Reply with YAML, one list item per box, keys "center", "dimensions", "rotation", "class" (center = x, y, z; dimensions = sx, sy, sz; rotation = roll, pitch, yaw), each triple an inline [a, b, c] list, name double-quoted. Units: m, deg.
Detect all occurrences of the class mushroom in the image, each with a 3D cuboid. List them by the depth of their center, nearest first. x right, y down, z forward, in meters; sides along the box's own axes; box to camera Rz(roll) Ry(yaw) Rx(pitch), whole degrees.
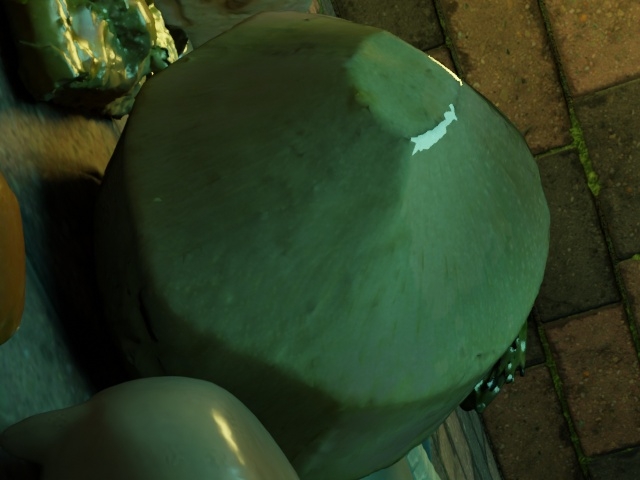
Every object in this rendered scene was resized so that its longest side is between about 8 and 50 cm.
- center: [-0.105, -0.303, 1.137]
  dimensions: [0.236, 0.173, 0.162]
  rotation: [38, 34, -73]
  class: "mushroom"

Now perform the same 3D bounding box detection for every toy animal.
- center: [-0.063, 0.191, 0.565]
  dimensions: [0.166, 0.154, 0.250]
  rotation: [69, 9, -73]
  class: "toy animal"

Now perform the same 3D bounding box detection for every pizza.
- center: [-0.173, -0.213, 0.871]
  dimensions: [0.223, 0.089, 0.324]
  rotation: [50, 25, -58]
  class: "pizza"

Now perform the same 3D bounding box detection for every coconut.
- center: [0.000, 0.000, 0.828]
  dimensions: [0.352, 0.352, 0.353]
  rotation: [-17, 90, -80]
  class: "coconut"

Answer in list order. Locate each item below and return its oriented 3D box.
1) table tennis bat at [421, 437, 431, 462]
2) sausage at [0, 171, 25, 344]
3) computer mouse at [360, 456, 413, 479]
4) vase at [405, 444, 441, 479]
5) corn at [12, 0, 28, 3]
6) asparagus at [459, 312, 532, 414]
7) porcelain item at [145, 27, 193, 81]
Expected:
- center: [0.073, 0.182, 1.497]
  dimensions: [0.215, 0.044, 0.329]
  rotation: [101, -27, -54]
  class: "table tennis bat"
- center: [-0.182, -0.027, 0.483]
  dimensions: [0.089, 0.089, 0.179]
  rotation: [-93, 168, -55]
  class: "sausage"
- center: [0.030, 0.285, 0.939]
  dimensions: [0.331, 0.095, 0.197]
  rotation: [-44, 121, -60]
  class: "computer mouse"
- center: [0.050, 0.205, 1.250]
  dimensions: [0.143, 0.143, 0.299]
  rotation: [-96, 168, -50]
  class: "vase"
- center: [-0.215, -0.289, 0.718]
  dimensions: [0.102, 0.102, 0.313]
  rotation: [47, 27, -68]
  class: "corn"
- center: [0.032, 0.052, 1.101]
  dimensions: [0.382, 0.128, 0.108]
  rotation: [21, -42, 41]
  class: "asparagus"
- center: [-0.108, -0.097, 1.101]
  dimensions: [0.084, 0.054, 0.213]
  rotation: [-91, 160, -51]
  class: "porcelain item"
